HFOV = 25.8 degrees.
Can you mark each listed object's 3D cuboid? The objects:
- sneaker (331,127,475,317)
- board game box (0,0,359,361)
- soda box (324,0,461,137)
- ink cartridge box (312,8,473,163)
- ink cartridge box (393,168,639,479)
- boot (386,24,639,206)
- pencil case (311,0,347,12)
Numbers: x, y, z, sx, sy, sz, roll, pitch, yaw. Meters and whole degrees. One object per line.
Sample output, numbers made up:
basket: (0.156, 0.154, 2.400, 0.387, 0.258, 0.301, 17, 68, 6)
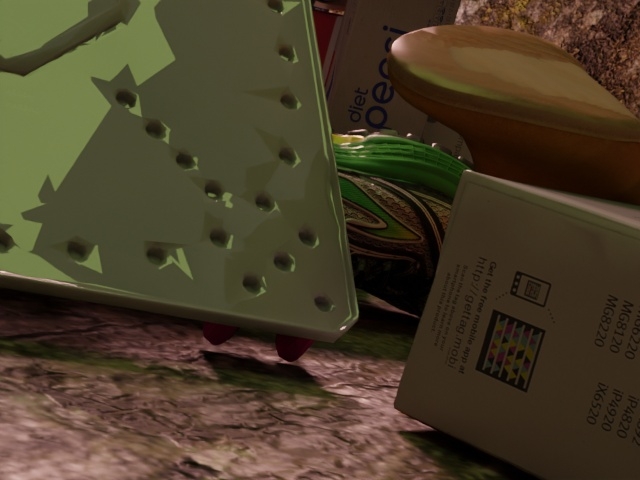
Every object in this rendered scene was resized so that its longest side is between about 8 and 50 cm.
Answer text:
sneaker: (0.000, 0.000, 0.949, 0.343, 0.134, 0.146, 23, 47, -20)
board game box: (-0.181, -0.131, 0.769, 0.390, 0.050, 0.390, 12, 51, -27)
soda box: (0.052, -0.135, 1.360, 0.098, 0.286, 0.091, 13, 9, -9)
ink cartridge box: (0.087, -0.109, 1.490, 0.306, 0.226, 0.131, 17, 6, 28)
ink cartridge box: (0.243, 0.074, 0.706, 0.272, 0.130, 0.309, 22, 10, 40)
boot: (0.122, -0.009, 0.846, 0.295, 0.211, 0.104, 5, 36, -37)
pencil case: (-0.035, -0.328, 1.405, 0.183, 0.160, 0.410, -12, -1, 15)
